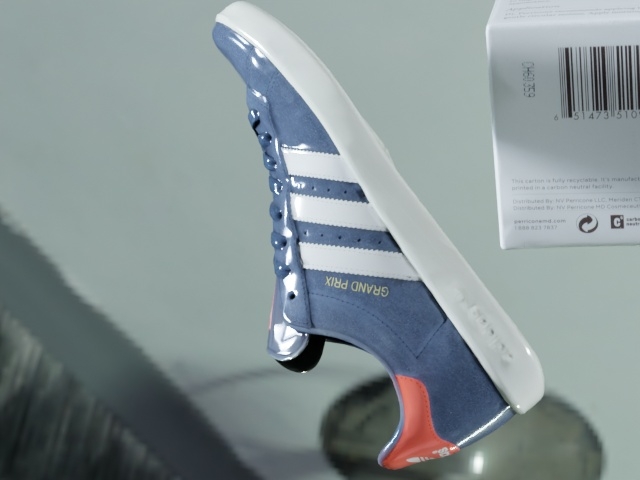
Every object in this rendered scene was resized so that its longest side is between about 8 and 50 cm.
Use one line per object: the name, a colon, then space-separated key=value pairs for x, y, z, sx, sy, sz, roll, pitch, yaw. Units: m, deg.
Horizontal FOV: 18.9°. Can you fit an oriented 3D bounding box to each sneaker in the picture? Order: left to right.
sneaker: x=0.000 y=0.000 z=1.314 sx=0.148 sy=0.350 sz=0.131 roll=-36 pitch=165 yaw=4

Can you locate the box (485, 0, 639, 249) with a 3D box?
box: x=0.221 y=-0.097 z=1.427 sx=0.181 sy=0.119 sz=0.182 roll=-1 pitch=114 yaw=13
